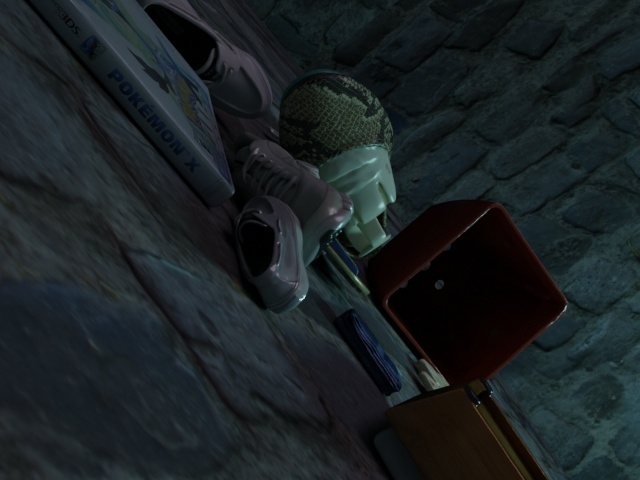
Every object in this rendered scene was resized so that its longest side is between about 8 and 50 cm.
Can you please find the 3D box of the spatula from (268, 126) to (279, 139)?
[{"bbox_3d":[-0.041,-0.139,1.890,0.168,0.019,0.242,62,10,9],"label":"spatula"}]

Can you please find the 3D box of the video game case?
[{"bbox_3d":[-0.210,-0.215,1.101,0.300,0.036,0.329,51,9,-29],"label":"video game case"}]

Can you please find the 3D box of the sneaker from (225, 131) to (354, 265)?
[{"bbox_3d":[-0.049,-0.055,1.190,0.118,0.110,0.292,42,2,-23],"label":"sneaker"}]

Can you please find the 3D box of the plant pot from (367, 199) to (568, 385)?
[{"bbox_3d":[0.239,0.079,1.844,0.267,0.267,0.236,51,-4,-24],"label":"plant pot"}]

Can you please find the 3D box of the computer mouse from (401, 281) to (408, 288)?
[{"bbox_3d":[0.193,0.117,2.120,0.071,0.041,0.242,58,8,30],"label":"computer mouse"}]

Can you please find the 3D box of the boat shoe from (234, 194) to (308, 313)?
[{"bbox_3d":[-0.061,0.000,1.030,0.063,0.066,0.184,51,18,-34],"label":"boat shoe"}]

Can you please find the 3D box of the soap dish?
[{"bbox_3d":[0.176,0.262,1.113,0.229,0.118,0.291,57,8,11],"label":"soap dish"}]

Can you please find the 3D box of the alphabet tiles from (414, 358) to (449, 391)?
[{"bbox_3d":[0.243,0.323,1.621,0.278,0.021,0.284,45,12,-53],"label":"alphabet tiles"}]

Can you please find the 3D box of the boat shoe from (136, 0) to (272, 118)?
[{"bbox_3d":[-0.162,-0.246,1.380,0.258,0.095,0.084,38,20,-31],"label":"boat shoe"}]

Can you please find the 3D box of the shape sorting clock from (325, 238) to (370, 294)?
[{"bbox_3d":[0.000,0.000,1.439,0.206,0.040,0.206,54,2,-2],"label":"shape sorting clock"}]

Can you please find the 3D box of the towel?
[{"bbox_3d":[0.064,0.140,1.280,0.119,0.029,0.067,55,7,0],"label":"towel"}]

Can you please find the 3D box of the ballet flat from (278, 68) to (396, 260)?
[{"bbox_3d":[0.051,-0.080,1.518,0.483,0.164,0.182,72,-4,-70],"label":"ballet flat"}]
